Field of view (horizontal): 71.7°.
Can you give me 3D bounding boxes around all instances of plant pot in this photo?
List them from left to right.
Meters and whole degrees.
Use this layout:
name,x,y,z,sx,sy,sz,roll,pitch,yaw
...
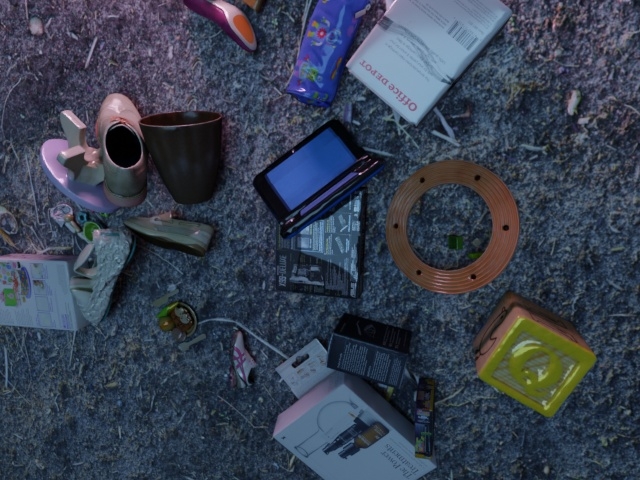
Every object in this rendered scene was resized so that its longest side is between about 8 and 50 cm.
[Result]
name,x,y,z,sx,sy,sz,roll,pitch,yaw
plant pot,-0.370,-0.225,1.232,0.216,0.215,0.230,6,118,14

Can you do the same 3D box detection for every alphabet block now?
name,x,y,z,sx,sy,sz,roll,pitch,yaw
alphabet block,0.509,0.268,1.089,0.194,0.197,0.192,27,106,8

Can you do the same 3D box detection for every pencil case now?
name,x,y,z,sx,sy,sz,roll,pitch,yaw
pencil case,0.024,-0.485,1.102,0.133,0.119,0.305,32,109,26

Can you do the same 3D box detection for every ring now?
name,x,y,z,sx,sy,sz,roll,pitch,yaw
ring,0.322,-0.033,1.114,0.337,0.032,0.336,-2,87,34

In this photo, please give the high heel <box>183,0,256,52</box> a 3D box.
name,x,y,z,sx,sy,sz,roll,pitch,yaw
high heel,-0.274,-0.591,1.197,0.244,0.082,0.117,49,137,-12

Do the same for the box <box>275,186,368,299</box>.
name,x,y,z,sx,sy,sz,roll,pitch,yaw
box,0.000,0.000,1.231,0.243,0.076,0.307,4,102,14

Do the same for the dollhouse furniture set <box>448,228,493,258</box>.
name,x,y,z,sx,sy,sz,roll,pitch,yaw
dollhouse furniture set,0.416,0.007,1.152,0.152,0.058,0.076,-3,93,-4

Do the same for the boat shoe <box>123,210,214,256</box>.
name,x,y,z,sx,sy,sz,roll,pitch,yaw
boat shoe,-0.457,-0.034,1.339,0.303,0.109,0.098,13,68,23

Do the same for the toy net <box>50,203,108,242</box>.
name,x,y,z,sx,sy,sz,roll,pitch,yaw
toy net,-0.793,-0.078,1.438,0.233,0.045,0.121,16,105,11

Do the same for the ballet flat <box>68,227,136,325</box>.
name,x,y,z,sx,sy,sz,roll,pitch,yaw
ballet flat,-0.694,0.106,1.366,0.147,0.147,0.408,38,119,5

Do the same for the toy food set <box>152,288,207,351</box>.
name,x,y,z,sx,sy,sz,roll,pitch,yaw
toy food set,-0.459,0.260,1.423,0.133,0.038,0.192,-31,92,18

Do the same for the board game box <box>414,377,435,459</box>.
name,x,y,z,sx,sy,sz,roll,pitch,yaw
board game box,0.284,0.477,1.204,0.048,0.170,0.140,0,100,16

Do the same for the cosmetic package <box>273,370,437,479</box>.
name,x,y,z,sx,sy,sz,roll,pitch,yaw
cosmetic package,0.098,0.575,1.275,0.377,0.097,0.284,44,111,-10

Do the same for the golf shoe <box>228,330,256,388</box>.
name,x,y,z,sx,sy,sz,roll,pitch,yaw
golf shoe,-0.244,0.368,1.383,0.086,0.067,0.185,-1,102,-12

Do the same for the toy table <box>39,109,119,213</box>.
name,x,y,z,sx,sy,sz,roll,pitch,yaw
toy table,-0.667,-0.229,1.289,0.274,0.252,0.161,38,125,-14

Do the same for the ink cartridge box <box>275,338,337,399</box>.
name,x,y,z,sx,sy,sz,roll,pitch,yaw
ink cartridge box,0.002,0.419,1.332,0.181,0.056,0.224,-41,85,19

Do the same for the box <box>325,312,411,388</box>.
name,x,y,z,sx,sy,sz,roll,pitch,yaw
box,0.135,0.297,1.216,0.207,0.153,0.108,14,105,13

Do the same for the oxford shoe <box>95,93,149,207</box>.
name,x,y,z,sx,sy,sz,roll,pitch,yaw
oxford shoe,-0.526,-0.282,1.200,0.146,0.141,0.396,-60,45,47

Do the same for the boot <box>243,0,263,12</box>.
name,x,y,z,sx,sy,sz,roll,pitch,yaw
boot,-0.107,-0.712,1.105,0.264,0.096,0.280,35,108,5

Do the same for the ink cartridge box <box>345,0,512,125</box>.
name,x,y,z,sx,sy,sz,roll,pitch,yaw
ink cartridge box,0.246,-0.457,1.046,0.223,0.129,0.307,42,108,3

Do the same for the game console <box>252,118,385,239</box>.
name,x,y,z,sx,sy,sz,roll,pitch,yaw
game console,-0.020,-0.164,1.093,0.293,0.250,0.173,-37,99,3

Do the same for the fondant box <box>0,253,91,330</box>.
name,x,y,z,sx,sy,sz,roll,pitch,yaw
fondant box,-0.943,0.170,1.502,0.331,0.096,0.238,1,101,14
